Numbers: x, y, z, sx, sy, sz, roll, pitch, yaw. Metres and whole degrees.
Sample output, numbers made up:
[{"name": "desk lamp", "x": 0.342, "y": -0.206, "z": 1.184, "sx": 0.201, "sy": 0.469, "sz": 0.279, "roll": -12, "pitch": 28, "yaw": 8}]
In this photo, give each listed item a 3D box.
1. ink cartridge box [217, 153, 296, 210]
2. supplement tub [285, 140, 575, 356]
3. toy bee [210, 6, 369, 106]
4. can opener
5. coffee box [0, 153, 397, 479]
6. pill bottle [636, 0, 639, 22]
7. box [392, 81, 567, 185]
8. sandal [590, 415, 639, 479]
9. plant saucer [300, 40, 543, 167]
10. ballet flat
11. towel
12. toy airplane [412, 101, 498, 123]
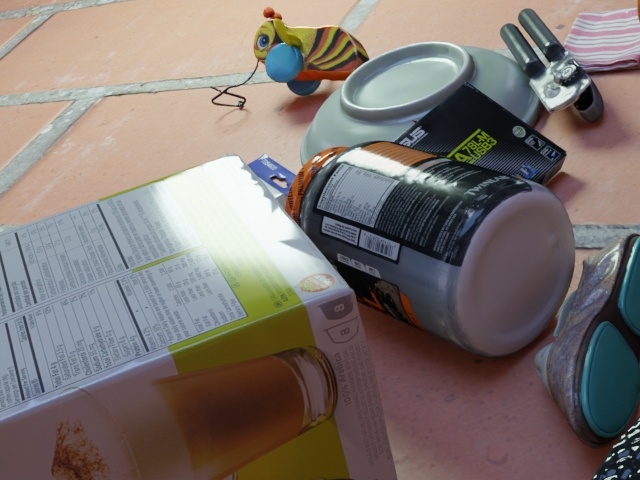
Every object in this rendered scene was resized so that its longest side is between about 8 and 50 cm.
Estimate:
[{"name": "ink cartridge box", "x": -0.139, "y": -0.067, "z": 1.762, "sx": 0.224, "sy": 0.045, "sz": 0.223, "roll": -32, "pitch": 33, "yaw": -16}, {"name": "supplement tub", "x": 0.119, "y": -0.004, "z": 1.358, "sx": 0.207, "sy": 0.207, "sz": 0.338, "roll": -37, "pitch": 35, "yaw": -23}, {"name": "toy bee", "x": -0.060, "y": -0.346, "z": 1.995, "sx": 0.299, "sy": 0.195, "sz": 0.162, "roll": -2, "pitch": 78, "yaw": 7}, {"name": "can opener", "x": 0.355, "y": -0.262, "z": 1.719, "sx": 0.076, "sy": 0.095, "sz": 0.283, "roll": -39, "pitch": 29, "yaw": 16}, {"name": "coffee box", "x": -0.148, "y": 0.165, "z": 1.101, "sx": 0.335, "sy": 0.337, "sz": 0.338, "roll": -20, "pitch": 30, "yaw": -13}, {"name": "pill bottle", "x": 0.604, "y": -0.362, "z": 1.676, "sx": 0.246, "sy": 0.130, "sz": 0.130, "roll": 4, "pitch": 40, "yaw": 36}, {"name": "box", "x": 0.208, "y": -0.110, "z": 1.538, "sx": 0.184, "sy": 0.045, "sz": 0.191, "roll": 41, "pitch": 62, "yaw": 18}, {"name": "sandal", "x": 0.303, "y": 0.260, "z": 0.970, "sx": 0.446, "sy": 0.107, "sz": 0.167, "roll": -43, "pitch": 37, "yaw": -9}, {"name": "plant saucer", "x": 0.145, "y": -0.220, "z": 1.771, "sx": 0.401, "sy": 0.100, "sz": 0.400, "roll": -16, "pitch": 33, "yaw": 11}, {"name": "ballet flat", "x": 0.292, "y": 0.112, "z": 1.202, "sx": 0.106, "sy": 0.107, "sz": 0.316, "roll": -22, "pitch": 20, "yaw": 40}, {"name": "towel", "x": 0.464, "y": -0.329, "z": 1.806, "sx": 0.144, "sy": 0.029, "sz": 0.197, "roll": 0, "pitch": 38, "yaw": 30}, {"name": "toy airplane", "x": 0.201, "y": -0.142, "z": 1.610, "sx": 0.151, "sy": 0.028, "sz": 0.151, "roll": 2, "pitch": 66, "yaw": -5}]
